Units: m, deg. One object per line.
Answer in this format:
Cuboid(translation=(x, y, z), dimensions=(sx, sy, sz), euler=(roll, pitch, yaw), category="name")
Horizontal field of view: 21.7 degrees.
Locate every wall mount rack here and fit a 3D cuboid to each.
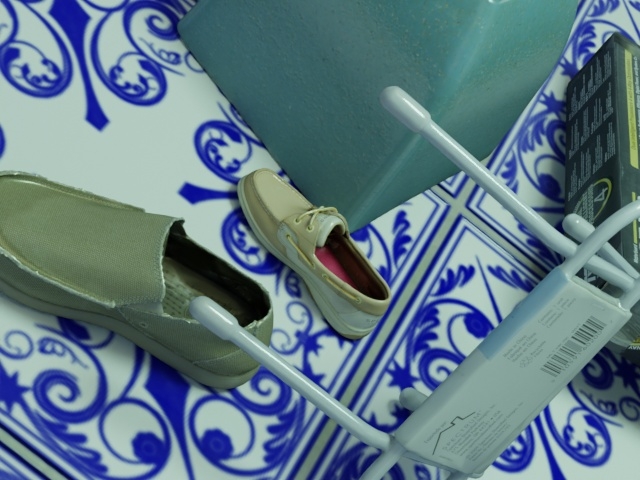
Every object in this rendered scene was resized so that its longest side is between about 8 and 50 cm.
Cuboid(translation=(0.091, 0.051, 1.227), dimensions=(0.304, 0.350, 0.130), euler=(27, 19, -51), category="wall mount rack")

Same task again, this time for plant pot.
Cuboid(translation=(0.079, -0.201, 1.455), dimensions=(0.248, 0.252, 0.247), euler=(-29, 78, -44), category="plant pot")

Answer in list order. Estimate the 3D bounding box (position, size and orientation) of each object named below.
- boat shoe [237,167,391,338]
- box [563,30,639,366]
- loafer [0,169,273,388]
Cuboid(translation=(0.000, 0.000, 1.385), dimensions=(0.170, 0.059, 0.063), euler=(50, 45, 7), category="boat shoe")
Cuboid(translation=(0.384, 0.003, 1.584), dimensions=(0.318, 0.097, 0.395), euler=(30, 35, -15), category="box")
Cuboid(translation=(-0.146, 0.015, 1.248), dimensions=(0.268, 0.092, 0.102), euler=(27, 47, -16), category="loafer")
